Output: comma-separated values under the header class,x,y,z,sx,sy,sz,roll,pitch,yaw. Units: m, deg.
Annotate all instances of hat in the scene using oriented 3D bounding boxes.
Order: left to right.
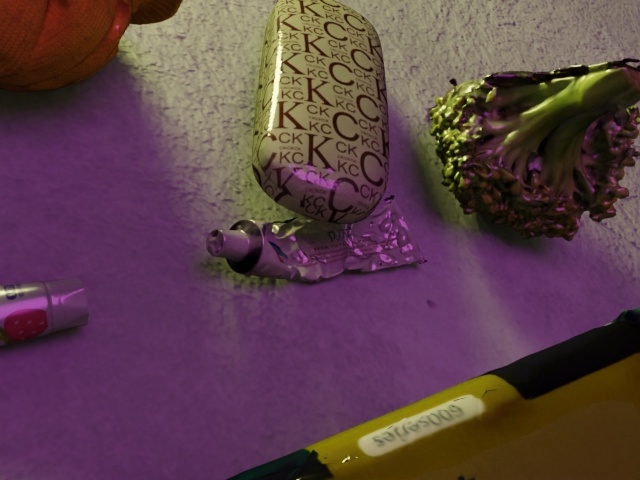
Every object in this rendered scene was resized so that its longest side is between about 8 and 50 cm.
class,x,y,z,sx,sy,sz,roll,pitch,yaw
hat,-0.257,-0.189,0.689,0.244,0.233,0.233,13,65,30

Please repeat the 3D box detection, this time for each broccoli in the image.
class,x,y,z,sx,sy,sz,roll,pitch,yaw
broccoli,0.252,-0.091,0.893,0.242,0.273,0.180,6,90,-25

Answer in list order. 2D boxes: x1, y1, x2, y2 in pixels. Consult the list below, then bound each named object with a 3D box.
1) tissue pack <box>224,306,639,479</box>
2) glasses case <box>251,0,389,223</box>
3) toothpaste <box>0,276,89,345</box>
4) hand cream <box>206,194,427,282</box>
class,x,y,z,sx,sy,sz,roll,pitch,yaw
tissue pack,0.073,0.243,0.481,0.416,0.253,0.264,-16,65,-22
glasses case,0.002,-0.157,0.861,0.137,0.085,0.355,17,44,-16
toothpaste,-0.277,0.062,0.598,0.194,0.043,0.067,-10,68,-28
hand cream,-0.002,0.002,0.791,0.257,0.050,0.084,-6,63,-41
